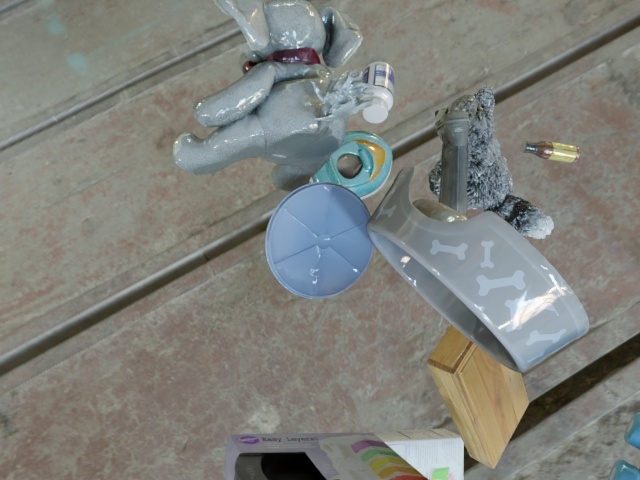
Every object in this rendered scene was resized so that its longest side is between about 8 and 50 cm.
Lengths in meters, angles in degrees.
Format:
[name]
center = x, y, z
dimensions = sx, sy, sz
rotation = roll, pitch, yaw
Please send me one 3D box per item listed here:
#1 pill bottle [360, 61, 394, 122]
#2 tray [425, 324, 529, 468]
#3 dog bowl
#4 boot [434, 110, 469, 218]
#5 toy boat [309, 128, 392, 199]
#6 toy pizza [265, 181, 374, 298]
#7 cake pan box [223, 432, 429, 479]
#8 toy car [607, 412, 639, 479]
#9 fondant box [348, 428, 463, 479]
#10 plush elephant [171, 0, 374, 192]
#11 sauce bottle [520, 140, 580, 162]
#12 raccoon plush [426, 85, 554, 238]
[pill bottle]
center = 0.160, -0.416, 1.390
dimensions = 0.094, 0.094, 0.170
rotation = 3, 57, 10
[tray]
center = 0.380, 0.334, 1.135
dimensions = 0.076, 0.411, 0.203
rotation = 14, 53, 45
[dog bowl]
center = 0.208, 0.050, 0.729
dimensions = 0.102, 0.349, 0.349
rotation = -45, 65, -3
[boot]
center = 0.277, -0.148, 1.020
dimensions = 0.076, 0.189, 0.209
rotation = -5, 94, 17
[toy boat]
center = 0.120, -0.145, 1.311
dimensions = 0.267, 0.148, 0.318
rotation = -30, 96, -23
[toy pizza]
center = 0.000, 0.000, 0.842
dimensions = 0.201, 0.201, 0.032
rotation = -40, 21, -12
[cake pan box]
center = 0.012, 0.340, 0.669
dimensions = 0.266, 0.245, 0.070
rotation = 9, 87, -21
[toy car]
center = 0.742, 0.519, 1.057
dimensions = 0.219, 0.238, 0.210
rotation = 24, 71, 26
[fondant box]
center = 0.209, 0.626, 1.270
dimensions = 0.330, 0.096, 0.239
rotation = 6, 82, -20
[plush elephant]
center = -0.064, -0.256, 0.773
dimensions = 0.271, 0.330, 0.256
rotation = 3, 71, -39
[sauce bottle]
center = 0.522, -0.205, 1.118
dimensions = 0.128, 0.042, 0.042
rotation = 9, 63, -4
[raccoon plush]
center = 0.514, -0.236, 1.398
dimensions = 0.446, 0.299, 0.216
rotation = 24, 47, 6
